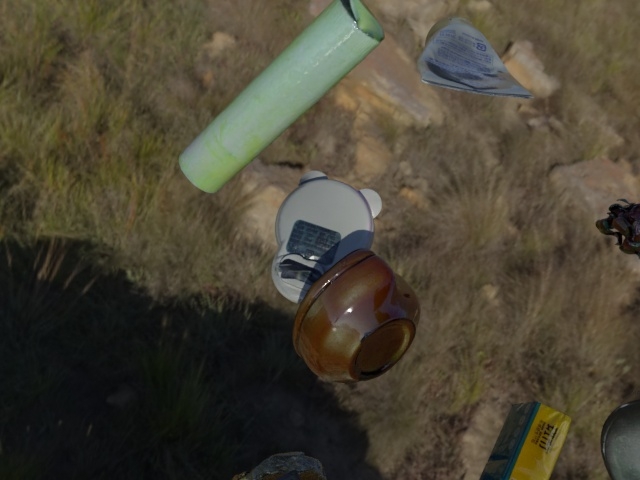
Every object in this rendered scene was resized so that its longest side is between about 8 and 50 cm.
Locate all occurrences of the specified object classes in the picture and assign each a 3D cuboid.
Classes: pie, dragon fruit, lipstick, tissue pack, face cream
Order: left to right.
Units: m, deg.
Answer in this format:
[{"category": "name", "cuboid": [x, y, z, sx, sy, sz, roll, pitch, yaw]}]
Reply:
[{"category": "pie", "cuboid": [-0.084, 0.441, 1.387, 0.195, 0.195, 0.046, 5, 33, -25]}, {"category": "lipstick", "cuboid": [-0.052, -0.172, 0.962, 0.076, 0.304, 0.076, 38, 28, -25]}, {"category": "face cream", "cuboid": [0.158, -0.193, 0.886, 0.114, 0.070, 0.224, 8, 27, -2]}, {"category": "tissue pack", "cuboid": [0.345, 0.362, 1.342, 0.082, 0.120, 0.169, 29, 73, 0]}, {"category": "dragon fruit", "cuboid": [0.658, -0.035, 1.635, 0.175, 0.139, 0.142, 22, 18, 30]}]

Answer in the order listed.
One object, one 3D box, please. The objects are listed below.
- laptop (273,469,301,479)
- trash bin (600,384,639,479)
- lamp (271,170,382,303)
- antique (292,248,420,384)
[{"category": "laptop", "cuboid": [-0.052, 0.443, 1.157, 0.129, 0.016, 0.180, -29, 66, -7]}, {"category": "trash bin", "cuboid": [0.512, 0.204, 0.978, 0.301, 0.203, 0.252, -29, 109, -35]}, {"category": "lamp", "cuboid": [0.000, 0.002, 1.434, 0.179, 0.108, 0.246, 19, 74, 14]}, {"category": "antique", "cuboid": [0.066, 0.139, 1.315, 0.223, 0.278, 0.129, -25, 54, -25]}]
